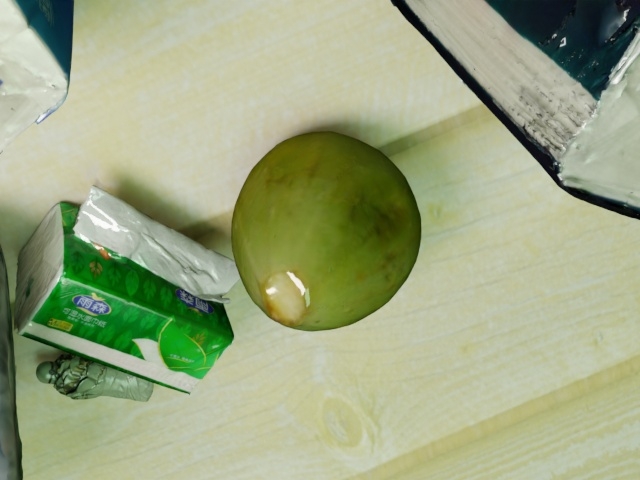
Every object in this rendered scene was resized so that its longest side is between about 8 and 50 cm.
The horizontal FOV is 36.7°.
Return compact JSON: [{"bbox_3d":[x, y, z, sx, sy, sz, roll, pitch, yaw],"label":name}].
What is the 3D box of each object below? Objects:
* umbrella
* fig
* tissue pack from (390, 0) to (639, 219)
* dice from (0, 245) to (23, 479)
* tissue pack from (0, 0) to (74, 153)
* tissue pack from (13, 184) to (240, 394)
[{"bbox_3d":[-0.273,0.166,1.174,0.143,0.062,0.067,8,153,-22],"label":"umbrella"},{"bbox_3d":[0.009,0.001,1.021,0.207,0.230,0.207,-7,126,-10],"label":"fig"},{"bbox_3d":[0.256,-0.204,0.827,0.264,0.416,0.253,15,119,-24],"label":"tissue pack"},{"bbox_3d":[-0.467,0.167,0.946,0.348,0.330,0.328,-1,126,-12],"label":"dice"},{"bbox_3d":[-0.286,-0.216,0.763,0.137,0.270,0.209,-30,124,5],"label":"tissue pack"},{"bbox_3d":[-0.201,0.045,1.048,0.209,0.148,0.156,27,114,-29],"label":"tissue pack"}]
